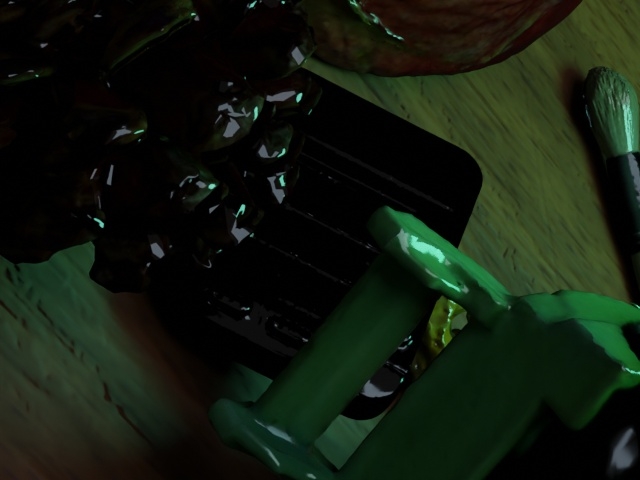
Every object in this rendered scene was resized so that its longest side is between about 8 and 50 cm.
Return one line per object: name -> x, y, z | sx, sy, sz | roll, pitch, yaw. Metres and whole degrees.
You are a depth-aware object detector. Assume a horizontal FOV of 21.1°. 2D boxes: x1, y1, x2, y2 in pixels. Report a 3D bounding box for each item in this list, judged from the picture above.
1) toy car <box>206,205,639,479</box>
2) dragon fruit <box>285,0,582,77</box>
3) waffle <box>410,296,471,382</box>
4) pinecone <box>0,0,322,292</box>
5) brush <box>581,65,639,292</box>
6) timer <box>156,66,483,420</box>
toy car -> 0.137, 0.131, 0.873 | 0.358, 0.213, 0.176 | 21, 23, -45
dragon fruit -> 0.077, -0.269, 1.016 | 0.302, 0.330, 0.240 | -11, 61, -43
waffle -> 0.086, 0.184, 0.989 | 0.260, 0.069, 0.293 | 53, 43, -18
pinecone -> -0.094, -0.077, 0.815 | 0.221, 0.221, 0.221 | 18, 63, -39
brush -> 0.231, 0.020, 1.212 | 0.042, 0.039, 0.299 | 7, 70, -71
timer -> 0.000, 0.000, 0.963 | 0.144, 0.055, 0.187 | 28, 54, -3
